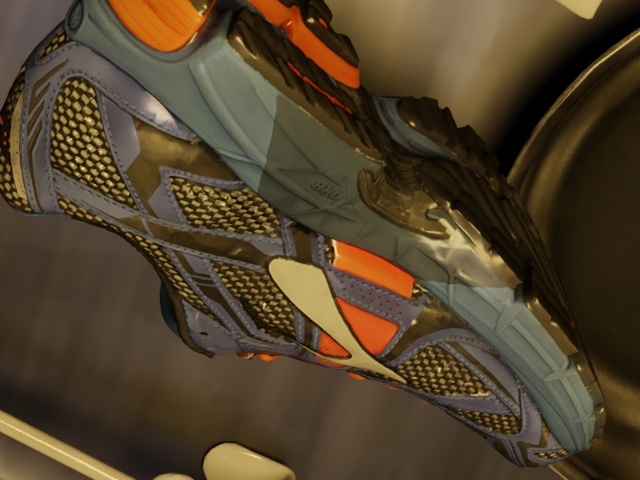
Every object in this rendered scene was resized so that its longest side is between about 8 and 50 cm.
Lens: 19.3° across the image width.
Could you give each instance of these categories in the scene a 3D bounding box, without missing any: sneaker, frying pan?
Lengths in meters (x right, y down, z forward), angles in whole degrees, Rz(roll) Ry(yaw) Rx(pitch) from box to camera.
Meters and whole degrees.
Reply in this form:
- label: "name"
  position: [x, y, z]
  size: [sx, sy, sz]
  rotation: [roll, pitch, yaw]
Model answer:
- label: "sneaker"
  position: [0.000, 0.000, 0.513]
  size: [0.087, 0.083, 0.221]
  rotation: [-35, 127, 20]
- label: "frying pan"
  position: [0.205, -0.021, 0.624]
  size: [0.326, 0.053, 0.197]
  rotation: [-23, 115, 0]

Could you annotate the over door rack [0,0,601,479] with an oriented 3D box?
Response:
- label: "over door rack"
  position: [-0.094, -0.047, 0.534]
  size: [0.324, 0.108, 0.239]
  rotation: [25, 109, -19]
